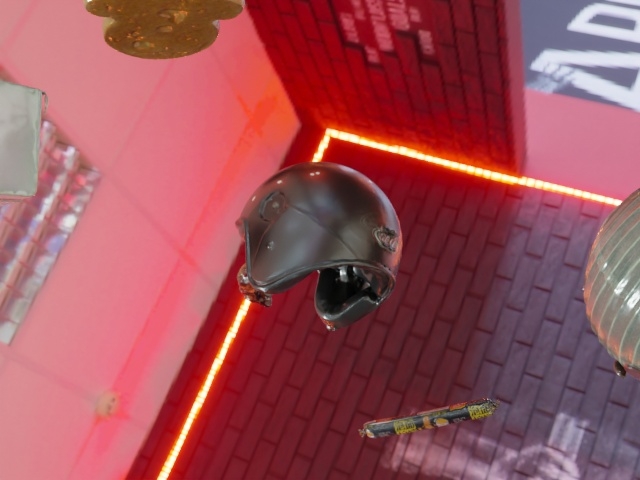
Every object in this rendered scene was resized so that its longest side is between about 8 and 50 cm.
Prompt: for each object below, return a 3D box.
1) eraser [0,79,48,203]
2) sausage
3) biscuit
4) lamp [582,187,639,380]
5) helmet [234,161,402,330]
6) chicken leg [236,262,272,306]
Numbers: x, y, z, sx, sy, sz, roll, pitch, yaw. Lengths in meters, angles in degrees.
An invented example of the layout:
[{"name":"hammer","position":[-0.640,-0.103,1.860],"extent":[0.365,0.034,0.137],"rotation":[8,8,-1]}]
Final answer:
[{"name":"eraser","position":[-0.402,-0.103,1.026],"extent":[0.086,0.287,0.130],"rotation":[7,-96,-31]},{"name":"sausage","position":[0.141,0.234,1.144],"extent":[0.028,0.198,0.025],"rotation":[41,-142,-57]},{"name":"biscuit","position":[-0.272,-0.410,1.520],"extent":[0.355,0.275,0.052],"rotation":[132,134,-74]},{"name":"lamp","position":[0.419,0.047,0.970],"extent":[0.265,0.233,0.233],"rotation":[-40,-20,10]},{"name":"helmet","position":[0.000,0.000,1.073],"extent":[0.189,0.216,0.193],"rotation":[31,-101,-50]},{"name":"chicken leg","position":[-0.119,0.072,1.704],"extent":[0.219,0.089,0.048],"rotation":[84,174,-59]}]
